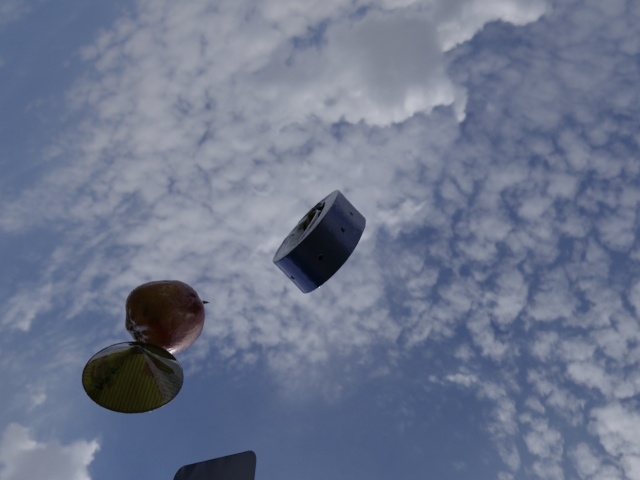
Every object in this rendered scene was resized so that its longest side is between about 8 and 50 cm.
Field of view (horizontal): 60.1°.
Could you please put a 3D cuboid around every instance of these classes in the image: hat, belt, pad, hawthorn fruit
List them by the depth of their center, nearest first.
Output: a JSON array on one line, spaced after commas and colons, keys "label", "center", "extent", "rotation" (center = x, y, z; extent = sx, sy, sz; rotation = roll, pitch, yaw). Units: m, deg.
[{"label": "hat", "center": [-0.359, 0.236, 1.072], "extent": [0.193, 0.193, 0.082], "rotation": [38, -54, 37]}, {"label": "pad", "center": [-0.218, 0.540, 1.142], "extent": [0.004, 0.267, 0.181], "rotation": [-1, -102, 30]}, {"label": "hawthorn fruit", "center": [-0.345, 0.170, 1.283], "extent": [0.200, 0.179, 0.179], "rotation": [-21, -136, -33]}, {"label": "belt", "center": [0.000, 0.000, 1.370], "extent": [0.212, 0.117, 0.347], "rotation": [-41, -170, 23]}]
